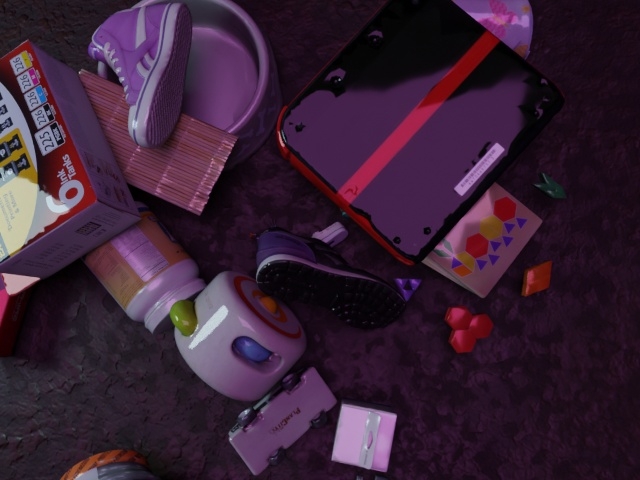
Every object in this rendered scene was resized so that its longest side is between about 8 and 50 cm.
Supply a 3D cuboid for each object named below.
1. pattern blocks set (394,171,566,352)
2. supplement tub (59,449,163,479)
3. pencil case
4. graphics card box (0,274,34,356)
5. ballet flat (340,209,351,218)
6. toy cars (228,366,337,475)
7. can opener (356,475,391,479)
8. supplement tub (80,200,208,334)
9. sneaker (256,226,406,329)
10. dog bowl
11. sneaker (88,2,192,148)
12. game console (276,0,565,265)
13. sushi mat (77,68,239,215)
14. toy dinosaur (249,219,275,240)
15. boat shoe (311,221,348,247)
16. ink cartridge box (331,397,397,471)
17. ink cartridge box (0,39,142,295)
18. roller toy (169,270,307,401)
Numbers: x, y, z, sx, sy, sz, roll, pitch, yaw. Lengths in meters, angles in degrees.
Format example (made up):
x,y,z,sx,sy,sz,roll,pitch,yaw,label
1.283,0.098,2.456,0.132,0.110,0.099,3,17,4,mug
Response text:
x,y,z,sx,sy,sz,roll,pitch,yaw,label
0.265,-0.005,1.142,0.325,0.026,0.285,-44,93,-3,pattern blocks set
-0.291,0.489,1.015,0.193,0.193,0.316,-34,49,-3,supplement tub
0.241,-0.376,1.219,0.273,0.113,0.124,-3,100,3,pencil case
-0.700,0.051,1.182,0.371,0.094,0.233,14,80,-1,graphics card box
0.158,-0.072,1.192,0.247,0.083,0.087,6,82,-3,ballet flat
-0.093,0.397,1.125,0.176,0.087,0.394,17,79,-24,toy cars
0.066,0.530,1.105,0.095,0.076,0.283,7,83,4,can opener
-0.301,0.048,1.160,0.144,0.144,0.200,-42,82,-4,supplement tub
0.024,0.051,1.146,0.283,0.124,0.107,24,124,-26,sneaker
-0.240,-0.295,1.234,0.348,0.102,0.349,0,81,2,dog bowl
-0.313,-0.272,1.123,0.161,0.102,0.282,1,61,7,sneaker
0.153,-0.204,1.119,0.342,0.060,0.386,42,88,5,game console
-0.310,-0.171,1.157,0.316,0.019,0.151,24,88,7,sushi mat
-0.086,0.007,1.212,0.082,0.047,0.090,-5,91,20,toy dinosaur
0.000,0.000,1.214,0.100,0.035,0.035,-34,54,1,boat shoe
0.070,0.313,1.103,0.090,0.143,0.092,10,81,4,ink cartridge box
-0.481,-0.106,1.083,0.272,0.130,0.309,-31,73,9,ink cartridge box
-0.123,0.149,1.102,0.146,0.209,0.191,-47,72,10,roller toy
